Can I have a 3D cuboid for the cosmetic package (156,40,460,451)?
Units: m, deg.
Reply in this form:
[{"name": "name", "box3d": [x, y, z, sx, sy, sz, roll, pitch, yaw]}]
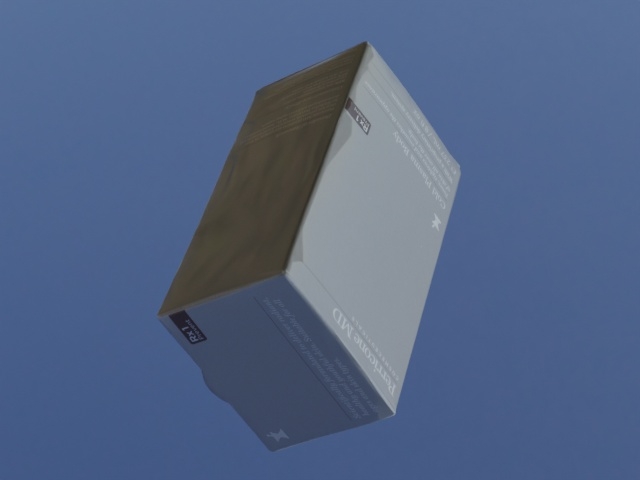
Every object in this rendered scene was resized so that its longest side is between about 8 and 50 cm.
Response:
[{"name": "cosmetic package", "box3d": [0.000, 0.000, 1.020, 0.107, 0.127, 0.238, -22, -147, 28]}]
